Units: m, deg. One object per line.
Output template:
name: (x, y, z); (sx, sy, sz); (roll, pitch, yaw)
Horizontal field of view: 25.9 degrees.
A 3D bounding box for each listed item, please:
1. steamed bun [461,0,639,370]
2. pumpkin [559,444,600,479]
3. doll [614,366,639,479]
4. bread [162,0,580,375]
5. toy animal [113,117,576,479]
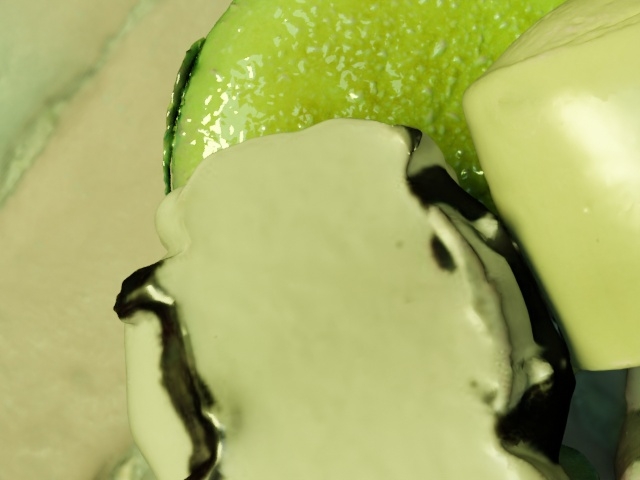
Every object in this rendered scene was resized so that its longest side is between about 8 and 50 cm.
steamed bun: (0.208, -0.045, 0.695); (0.250, 0.155, 0.200); (-18, 94, -33)
pumpkin: (0.031, 0.247, 0.710); (0.293, 0.263, 0.197); (-19, 95, 2)
doll: (0.250, 0.103, 0.748); (0.192, 0.149, 0.095); (-19, 114, 18)
bread: (0.063, -0.042, 0.764); (0.301, 0.045, 0.301); (0, 92, -13)
toy animal: (0.012, 0.066, 0.660); (0.204, 0.156, 0.208); (-17, 68, -5)
